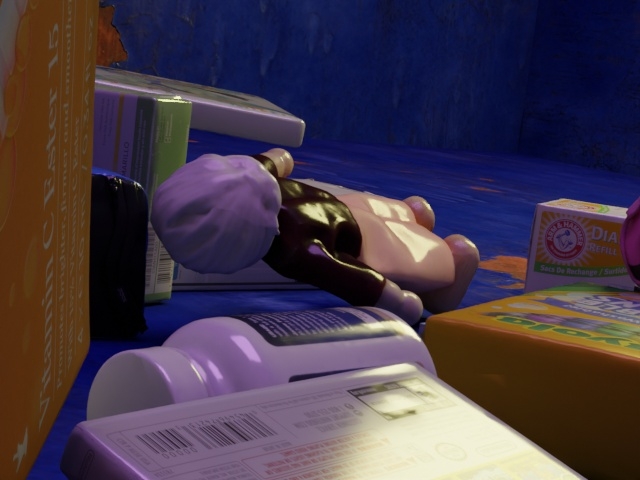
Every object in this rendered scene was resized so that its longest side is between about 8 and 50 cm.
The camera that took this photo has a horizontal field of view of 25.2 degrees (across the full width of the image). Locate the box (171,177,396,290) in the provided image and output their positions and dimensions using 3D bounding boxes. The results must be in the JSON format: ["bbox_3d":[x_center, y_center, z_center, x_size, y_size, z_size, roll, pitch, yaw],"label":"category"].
[{"bbox_3d":[-0.081,-0.011,1.362,0.290,0.087,0.169,0,10,-39],"label":"box"}]

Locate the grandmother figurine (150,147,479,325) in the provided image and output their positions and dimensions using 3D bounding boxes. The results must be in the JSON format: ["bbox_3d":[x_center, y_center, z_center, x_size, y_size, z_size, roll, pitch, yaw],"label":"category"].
[{"bbox_3d":[0.000,0.000,1.136,0.208,0.104,0.342,35,14,35],"label":"grandmother figurine"}]

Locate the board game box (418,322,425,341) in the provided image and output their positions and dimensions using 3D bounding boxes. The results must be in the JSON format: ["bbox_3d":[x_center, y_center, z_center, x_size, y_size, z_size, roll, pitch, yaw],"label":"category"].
[{"bbox_3d":[0.162,0.082,1.126,0.103,0.026,0.154,14,10,39],"label":"board game box"}]

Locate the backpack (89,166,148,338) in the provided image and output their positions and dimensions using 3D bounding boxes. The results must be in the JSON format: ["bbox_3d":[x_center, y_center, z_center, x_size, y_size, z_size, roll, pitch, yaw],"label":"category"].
[{"bbox_3d":[-0.182,0.004,1.045,0.098,0.120,0.101,2,10,-30],"label":"backpack"}]

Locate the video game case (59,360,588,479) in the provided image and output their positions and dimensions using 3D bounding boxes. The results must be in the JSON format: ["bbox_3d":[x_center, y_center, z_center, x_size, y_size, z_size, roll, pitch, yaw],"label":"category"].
[{"bbox_3d":[0.046,0.119,0.563,0.206,0.026,0.227,33,21,32],"label":"video game case"}]

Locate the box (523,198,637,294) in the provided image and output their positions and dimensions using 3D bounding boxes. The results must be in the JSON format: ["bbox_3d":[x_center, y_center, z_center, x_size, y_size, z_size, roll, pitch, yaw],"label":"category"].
[{"bbox_3d":[0.308,0.026,1.376,0.203,0.103,0.114,10,8,22],"label":"box"}]

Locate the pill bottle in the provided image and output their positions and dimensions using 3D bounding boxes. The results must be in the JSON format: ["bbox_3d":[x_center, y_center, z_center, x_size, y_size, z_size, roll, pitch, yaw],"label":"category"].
[{"bbox_3d":[-0.028,0.083,0.709,0.094,0.094,0.169,14,10,43],"label":"pill bottle"}]

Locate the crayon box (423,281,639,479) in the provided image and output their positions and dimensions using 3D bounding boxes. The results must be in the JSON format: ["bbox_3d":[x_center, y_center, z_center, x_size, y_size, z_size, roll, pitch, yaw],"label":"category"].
[{"bbox_3d":[0.197,0.092,0.883,0.203,0.083,0.323,11,9,29],"label":"crayon box"}]

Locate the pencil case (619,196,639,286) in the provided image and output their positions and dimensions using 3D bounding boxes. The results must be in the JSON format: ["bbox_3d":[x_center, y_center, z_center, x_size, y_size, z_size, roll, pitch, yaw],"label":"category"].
[{"bbox_3d":[0.325,0.009,1.075,0.209,0.095,0.098,12,42,-26],"label":"pencil case"}]

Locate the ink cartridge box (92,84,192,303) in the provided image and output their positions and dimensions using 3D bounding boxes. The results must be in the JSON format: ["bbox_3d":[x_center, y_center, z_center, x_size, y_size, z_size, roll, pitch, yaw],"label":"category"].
[{"bbox_3d":[-0.220,-0.051,1.221,0.235,0.171,0.056,12,9,33],"label":"ink cartridge box"}]

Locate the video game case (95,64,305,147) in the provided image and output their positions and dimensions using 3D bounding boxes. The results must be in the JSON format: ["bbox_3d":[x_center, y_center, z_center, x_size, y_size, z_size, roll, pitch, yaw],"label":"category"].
[{"bbox_3d":[-0.204,-0.170,1.659,0.329,0.036,0.300,10,8,-14],"label":"video game case"}]

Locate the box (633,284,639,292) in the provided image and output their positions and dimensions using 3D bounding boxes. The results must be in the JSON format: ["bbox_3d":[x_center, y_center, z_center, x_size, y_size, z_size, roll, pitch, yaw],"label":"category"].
[{"bbox_3d":[0.361,0.086,1.165,0.087,0.058,0.232,3,8,-33],"label":"box"}]

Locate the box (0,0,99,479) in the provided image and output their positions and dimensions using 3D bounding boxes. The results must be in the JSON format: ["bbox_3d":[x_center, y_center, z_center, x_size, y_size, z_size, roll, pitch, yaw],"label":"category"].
[{"bbox_3d":[-0.174,0.009,0.358,0.168,0.215,0.345,8,26,2],"label":"box"}]
